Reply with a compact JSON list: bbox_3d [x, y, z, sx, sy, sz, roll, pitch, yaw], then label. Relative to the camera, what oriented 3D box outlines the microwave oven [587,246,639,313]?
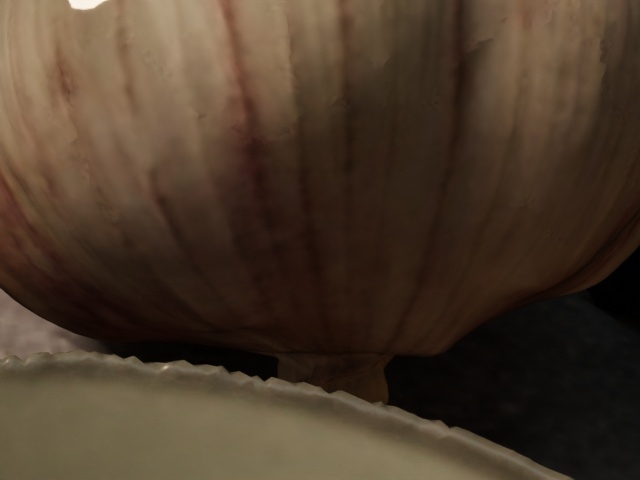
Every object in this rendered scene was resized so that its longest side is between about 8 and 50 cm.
[{"bbox_3d":[0.222,-0.042,0.546,0.178,0.247,0.188,-1,39,-21],"label":"microwave oven"}]

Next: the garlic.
[{"bbox_3d":[0.000,0.000,0.494,0.245,0.245,0.253,0,74,-15],"label":"garlic"}]

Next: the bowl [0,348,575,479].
[{"bbox_3d":[-0.042,0.181,0.248,0.337,0.158,0.337,8,37,-6],"label":"bowl"}]
